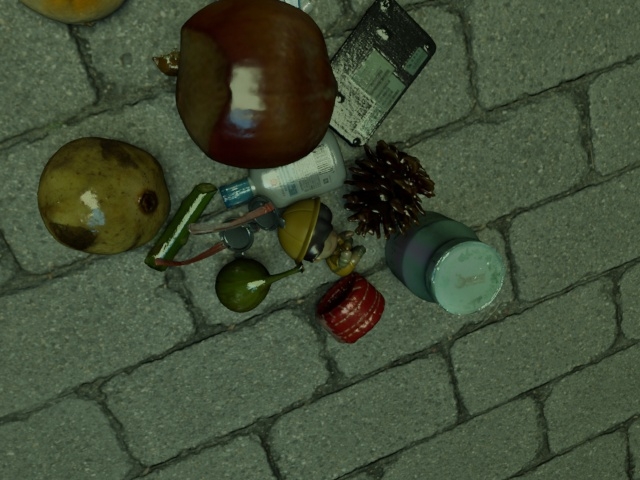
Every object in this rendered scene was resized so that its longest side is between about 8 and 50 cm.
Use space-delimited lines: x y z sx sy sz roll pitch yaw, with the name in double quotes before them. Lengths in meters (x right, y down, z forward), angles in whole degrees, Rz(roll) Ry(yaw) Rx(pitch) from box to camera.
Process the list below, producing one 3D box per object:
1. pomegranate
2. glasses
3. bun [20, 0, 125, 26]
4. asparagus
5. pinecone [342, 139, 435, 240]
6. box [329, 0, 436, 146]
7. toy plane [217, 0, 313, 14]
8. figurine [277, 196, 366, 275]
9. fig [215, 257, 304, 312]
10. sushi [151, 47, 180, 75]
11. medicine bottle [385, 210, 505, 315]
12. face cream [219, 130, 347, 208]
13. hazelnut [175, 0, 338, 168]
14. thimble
"pomegranate" -0.490 -0.099 0.938 0.280 0.281 0.282 -3 104 -11
"glasses" -0.238 0.005 0.997 0.234 0.268 0.118 -31 94 38
"bun" -0.549 -0.618 0.859 0.298 0.165 0.300 -3 105 -10
"asparagus" -0.369 -0.039 1.088 0.067 0.060 0.278 32 94 -7
"pinecone" 0.176 -0.118 1.089 0.263 0.264 0.265 -3 104 -11
"box" 0.130 -0.443 1.099 0.211 0.058 0.350 36 94 -18
"toy plane" -0.136 -0.611 0.971 0.266 0.122 0.267 -3 102 -14
"figurine" -0.004 0.003 1.114 0.167 0.192 0.257 -37 119 18
"fig" -0.155 0.117 1.073 0.259 0.151 0.152 -3 108 32
"sushi" -0.347 -0.435 1.004 0.117 0.061 0.060 -10 97 -30
"medicine bottle" 0.340 0.059 1.140 0.244 0.290 0.245 -3 104 -11
"face cream" -0.102 -0.170 1.102 0.336 0.080 0.163 -21 108 -6
"hazelnut" -0.146 -0.343 0.926 0.364 0.366 0.367 -3 104 -11
"thimble" 0.085 0.197 1.185 0.125 0.163 0.189 43 91 -16
